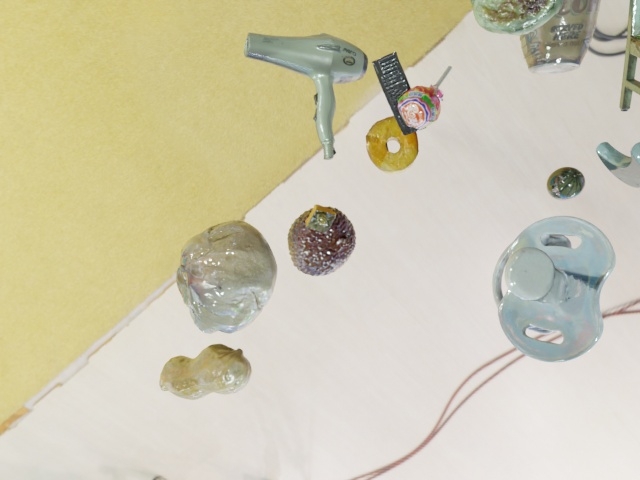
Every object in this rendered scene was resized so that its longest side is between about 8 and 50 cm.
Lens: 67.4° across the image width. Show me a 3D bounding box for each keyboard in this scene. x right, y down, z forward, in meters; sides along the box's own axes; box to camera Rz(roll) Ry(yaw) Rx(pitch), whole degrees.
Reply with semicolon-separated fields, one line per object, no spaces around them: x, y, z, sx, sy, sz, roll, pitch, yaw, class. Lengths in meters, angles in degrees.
0.238;-0.438;1.453;0.087;0.017;0.250;-14;119;30;keyboard

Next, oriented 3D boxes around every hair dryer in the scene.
-0.040;-0.280;0.843;0.219;0.088;0.225;23;76;-14;hair dryer

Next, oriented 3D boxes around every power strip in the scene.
0.817;-0.199;1.255;0.044;0.216;0.137;-36;100;9;power strip

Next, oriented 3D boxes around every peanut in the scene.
-0.262;0.299;1.076;0.263;0.117;0.101;-20;121;27;peanut

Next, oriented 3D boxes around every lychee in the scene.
0.000;0.000;1.736;0.260;0.260;0.260;-1;116;-2;lychee

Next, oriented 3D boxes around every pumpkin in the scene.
0.001;-0.066;1.490;0.074;0.054;0.083;17;124;-20;pumpkin

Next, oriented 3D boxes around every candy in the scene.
0.338;-0.454;1.449;0.124;0.365;0.124;18;135;19;candy

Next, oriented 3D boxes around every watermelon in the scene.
0.762;-0.180;1.478;0.105;0.133;0.105;2;71;-7;watermelon

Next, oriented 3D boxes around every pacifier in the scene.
0.398;0.079;0.889;0.207;0.227;0.279;16;84;-43;pacifier

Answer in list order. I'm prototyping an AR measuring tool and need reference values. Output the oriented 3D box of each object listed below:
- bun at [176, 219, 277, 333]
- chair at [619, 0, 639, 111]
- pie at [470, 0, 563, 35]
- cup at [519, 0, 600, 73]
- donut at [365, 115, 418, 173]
-0.240;0.090;1.165;0.205;0.281;0.281;-11;125;-43;bun
0.609;-0.342;0.804;0.136;0.147;0.270;-4;118;14;chair
0.491;-0.626;1.192;0.240;0.054;0.240;0;89;31;pie
0.712;-0.630;1.423;0.301;0.227;0.257;-8;103;-41;cup
0.239;-0.307;1.582;0.174;0.074;0.190;-26;76;3;donut
